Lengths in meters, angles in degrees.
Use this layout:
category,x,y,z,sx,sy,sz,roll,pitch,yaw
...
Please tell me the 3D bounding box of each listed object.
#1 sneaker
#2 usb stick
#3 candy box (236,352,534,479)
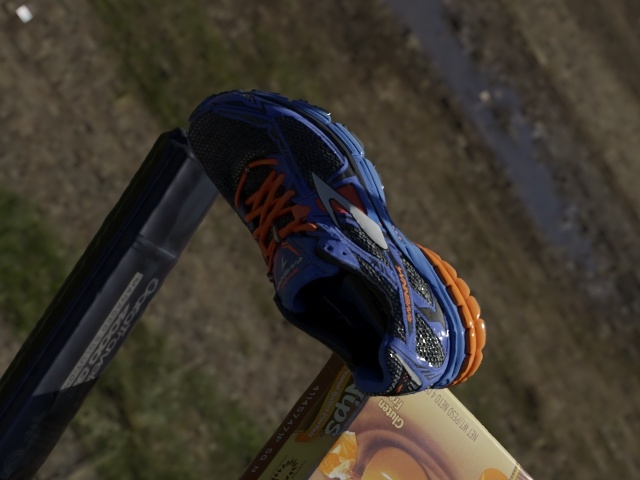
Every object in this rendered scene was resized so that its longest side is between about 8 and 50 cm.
category,x,y,z,sx,sy,sz,roll,pitch,yaw
sneaker,0.000,0.000,1.130,0.221,0.083,0.087,46,36,14
usb stick,-0.154,0.049,1.364,0.045,0.278,0.077,32,-1,25
candy box,0.084,0.239,1.416,0.316,0.183,0.087,47,-19,-24
